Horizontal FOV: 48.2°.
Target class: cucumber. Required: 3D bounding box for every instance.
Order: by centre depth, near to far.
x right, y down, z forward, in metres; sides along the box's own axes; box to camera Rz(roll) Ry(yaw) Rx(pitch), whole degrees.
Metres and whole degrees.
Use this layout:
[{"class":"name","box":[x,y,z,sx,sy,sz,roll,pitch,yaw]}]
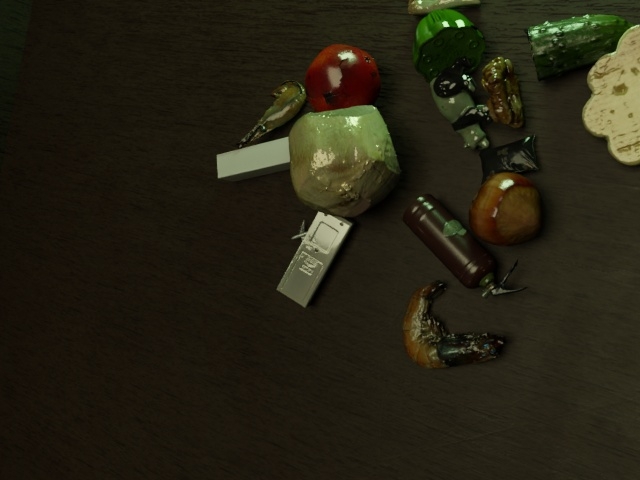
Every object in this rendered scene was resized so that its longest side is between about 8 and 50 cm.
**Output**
[{"class":"cucumber","box":[0.595,-0.450,1.618,0.244,0.134,0.134,-10,80,19]}]

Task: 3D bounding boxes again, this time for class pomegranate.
[{"class":"pomegranate","box":[0.054,-0.420,1.925,0.235,0.210,0.210,3,87,61]}]

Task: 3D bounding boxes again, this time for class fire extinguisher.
[{"class":"fire extinguisher","box":[0.355,0.020,1.738,0.138,0.102,0.344,-51,62,18]}]

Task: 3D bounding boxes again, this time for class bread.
[{"class":"bread","box":[0.723,-0.308,1.534,0.315,0.054,0.316,2,95,27]}]

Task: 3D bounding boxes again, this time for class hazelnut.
[{"class":"hazelnut","box":[0.435,-0.068,1.663,0.182,0.182,0.182,-3,84,34]}]

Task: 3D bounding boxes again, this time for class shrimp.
[{"class":"shrimp","box":[0.323,0.207,1.769,0.290,0.054,0.223,-6,82,41]},{"class":"shrimp","box":[-0.149,-0.372,2.138,0.262,0.066,0.117,-34,53,12]}]

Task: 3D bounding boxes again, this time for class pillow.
[{"class":"pillow","box":[0.451,-0.194,1.726,0.150,0.048,0.091,-15,81,35]}]

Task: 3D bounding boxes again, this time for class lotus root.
[{"class":"lotus root","box":[0.306,-0.515,1.800,0.186,0.186,0.186,-3,84,34]}]

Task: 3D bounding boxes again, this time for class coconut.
[{"class":"coconut","box":[0.059,-0.193,1.850,0.297,0.297,0.255,-27,69,29]}]

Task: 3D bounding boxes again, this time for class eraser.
[{"class":"eraser","box":[-0.172,-0.241,2.129,0.298,0.078,0.076,-9,81,33]}]

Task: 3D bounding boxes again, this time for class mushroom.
[{"class":"mushroom","box":[0.321,-0.612,1.843,0.202,0.059,0.055,6,106,34]}]

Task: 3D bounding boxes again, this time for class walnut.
[{"class":"walnut","box":[0.430,-0.348,1.699,0.069,0.142,0.170,-16,76,40]}]

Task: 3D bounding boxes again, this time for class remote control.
[{"class":"remote control","box":[-0.013,0.044,1.999,0.102,0.055,0.277,32,103,10]}]

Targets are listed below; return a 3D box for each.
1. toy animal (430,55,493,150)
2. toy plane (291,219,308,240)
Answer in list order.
[{"class":"toy animal","box":[0.356,-0.327,1.760,0.121,0.094,0.225,-28,99,34]},{"class":"toy plane","box":[-0.045,-0.019,2.056,0.084,0.024,0.078,-20,87,24]}]
